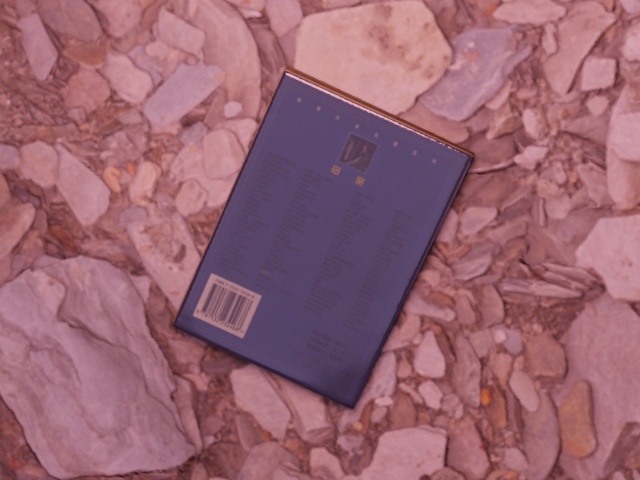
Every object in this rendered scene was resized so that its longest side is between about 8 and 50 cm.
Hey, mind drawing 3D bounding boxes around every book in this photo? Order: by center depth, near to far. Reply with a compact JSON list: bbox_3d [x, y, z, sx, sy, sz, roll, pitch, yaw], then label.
[{"bbox_3d":[0.000,0.000,1.569,0.191,0.025,0.269,25,104,1],"label":"book"}]
